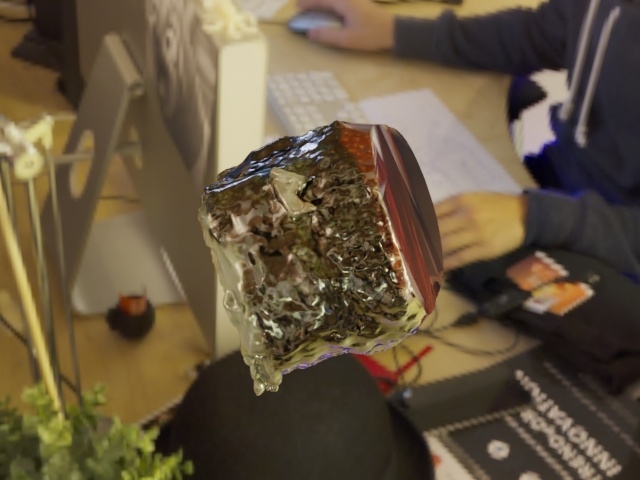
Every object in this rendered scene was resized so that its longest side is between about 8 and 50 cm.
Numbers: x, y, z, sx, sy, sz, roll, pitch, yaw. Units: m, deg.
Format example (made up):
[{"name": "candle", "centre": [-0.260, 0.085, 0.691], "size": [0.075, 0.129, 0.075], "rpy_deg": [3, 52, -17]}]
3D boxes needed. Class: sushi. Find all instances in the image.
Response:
[{"name": "sushi", "centre": [0.000, 0.000, 0.756], "size": [0.126, 0.136, 0.225], "rpy_deg": [-18, 7, 11]}]
